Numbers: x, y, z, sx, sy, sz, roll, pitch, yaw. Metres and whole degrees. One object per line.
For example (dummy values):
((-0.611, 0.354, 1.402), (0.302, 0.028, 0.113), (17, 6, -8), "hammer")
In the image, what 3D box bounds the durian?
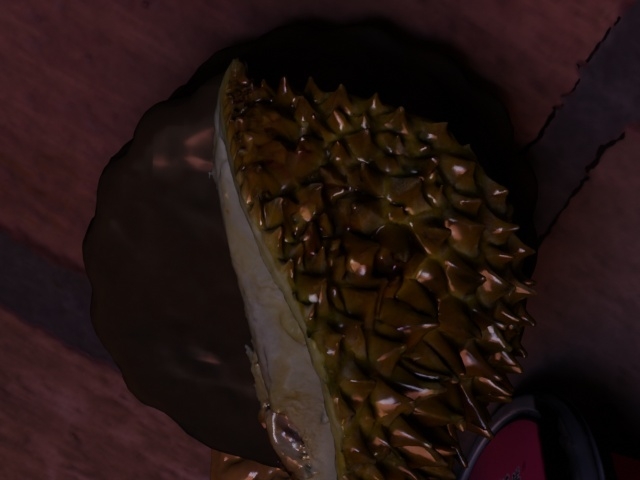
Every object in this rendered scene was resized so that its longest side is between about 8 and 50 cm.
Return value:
((0.020, 0.039, 0.803), (0.139, 0.144, 0.252), (23, 138, 43), "durian")

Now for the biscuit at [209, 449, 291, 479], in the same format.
((-0.003, 0.179, 0.976), (0.162, 0.250, 0.035), (-26, 157, 7), "biscuit")

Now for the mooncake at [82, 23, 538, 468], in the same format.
((0.000, 0.000, 0.898), (0.228, 0.124, 0.228), (7, 121, 11), "mooncake")

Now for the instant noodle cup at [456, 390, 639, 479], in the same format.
((0.176, 0.222, 0.955), (0.181, 0.302, 0.258), (11, 95, -12), "instant noodle cup")
